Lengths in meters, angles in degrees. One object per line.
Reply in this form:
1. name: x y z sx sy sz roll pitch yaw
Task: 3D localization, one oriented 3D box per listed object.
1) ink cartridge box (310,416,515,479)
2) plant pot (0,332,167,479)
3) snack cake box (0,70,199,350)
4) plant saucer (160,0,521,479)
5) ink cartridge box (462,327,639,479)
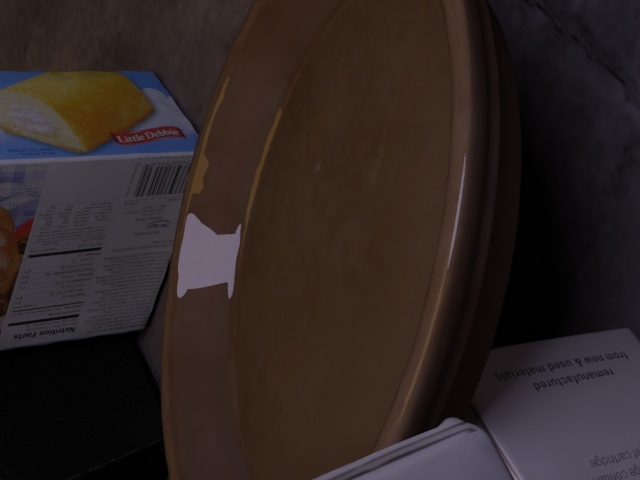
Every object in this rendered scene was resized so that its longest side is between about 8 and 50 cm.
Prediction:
1. ink cartridge box: -0.028 0.228 0.396 0.307 0.129 0.223 -45 68 44
2. plant pot: -0.204 0.139 0.852 0.167 0.187 0.188 38 125 28
3. snack cake box: -0.214 -0.013 0.757 0.089 0.264 0.152 53 133 35
4. plant saucer: 0.000 0.000 0.520 0.278 0.041 0.277 -169 90 -67
5. ink cartridge box: 0.103 0.207 0.491 0.283 0.117 0.207 59 135 29
